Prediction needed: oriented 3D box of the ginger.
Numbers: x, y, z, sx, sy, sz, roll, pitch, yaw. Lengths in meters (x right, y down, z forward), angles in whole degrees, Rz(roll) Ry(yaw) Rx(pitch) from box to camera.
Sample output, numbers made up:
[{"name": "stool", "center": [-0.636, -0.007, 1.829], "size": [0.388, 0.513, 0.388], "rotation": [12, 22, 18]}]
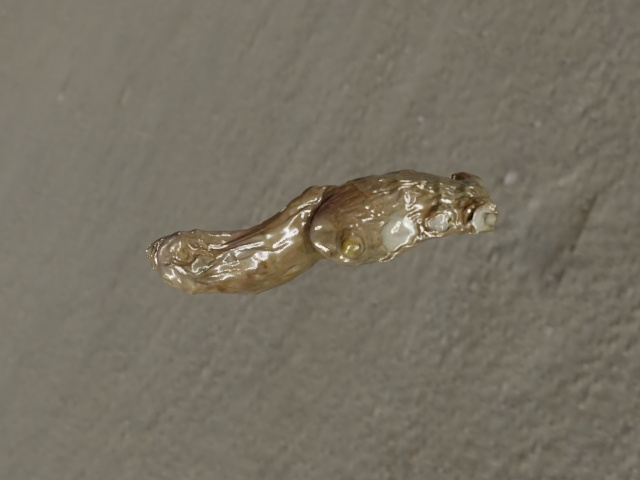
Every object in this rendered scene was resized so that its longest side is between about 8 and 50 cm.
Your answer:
[{"name": "ginger", "center": [0.002, 0.000, 1.212], "size": [0.122, 0.290, 0.084], "rotation": [-95, -9, -63]}]
